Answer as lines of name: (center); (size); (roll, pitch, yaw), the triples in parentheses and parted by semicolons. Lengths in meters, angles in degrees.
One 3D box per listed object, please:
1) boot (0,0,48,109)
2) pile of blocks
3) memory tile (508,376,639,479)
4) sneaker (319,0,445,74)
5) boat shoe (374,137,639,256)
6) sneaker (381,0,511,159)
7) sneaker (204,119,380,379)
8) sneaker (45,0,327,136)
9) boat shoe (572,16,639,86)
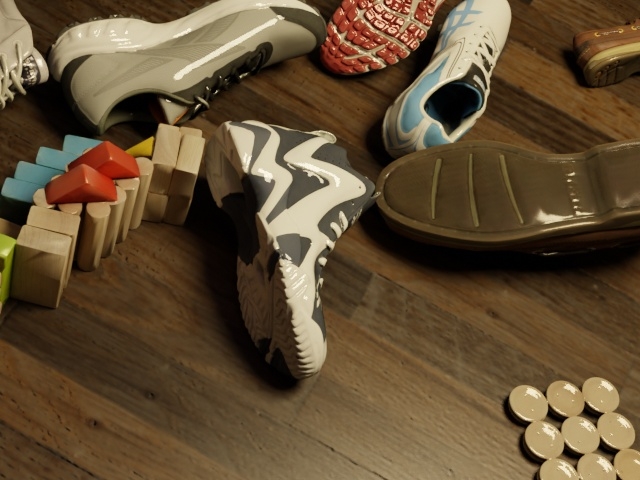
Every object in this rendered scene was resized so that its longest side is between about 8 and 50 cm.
boot: (-0.299, -0.147, 1.148); (0.123, 0.095, 0.258); (-4, 45, -23)
pile of blocks: (-0.237, -0.030, 1.092); (0.149, 0.112, 0.362); (42, 54, 13)
memory tile: (0.234, 0.190, 1.149); (0.113, 0.012, 0.148); (-5, 57, -21)
sneaker: (0.084, -0.247, 1.374); (0.225, 0.093, 0.088); (-43, 96, -21)
boat shoe: (0.207, -0.026, 1.239); (0.307, 0.104, 0.110); (0, 64, 5)
sneaker: (0.145, -0.165, 1.315); (0.086, 0.085, 0.237); (2, 47, 40)
sneaker: (0.000, 0.000, 1.157); (0.153, 0.094, 0.235); (-8, 65, -31)
sneaker: (-0.117, -0.163, 1.244); (0.272, 0.100, 0.108); (-16, 71, -20)
boat shoe: (0.358, -0.221, 1.445); (0.178, 0.064, 0.060); (-14, 63, -23)
